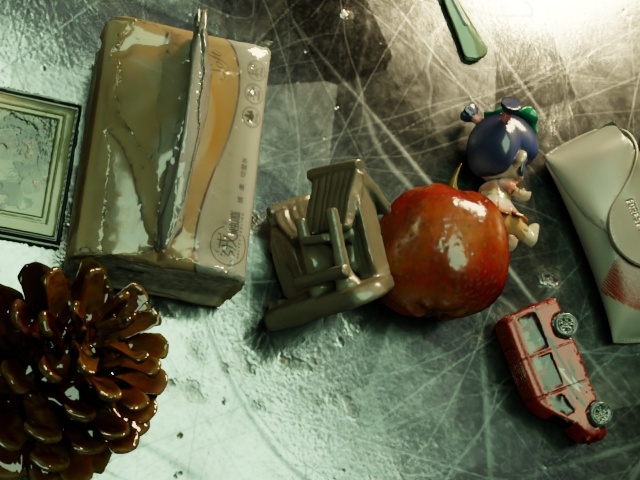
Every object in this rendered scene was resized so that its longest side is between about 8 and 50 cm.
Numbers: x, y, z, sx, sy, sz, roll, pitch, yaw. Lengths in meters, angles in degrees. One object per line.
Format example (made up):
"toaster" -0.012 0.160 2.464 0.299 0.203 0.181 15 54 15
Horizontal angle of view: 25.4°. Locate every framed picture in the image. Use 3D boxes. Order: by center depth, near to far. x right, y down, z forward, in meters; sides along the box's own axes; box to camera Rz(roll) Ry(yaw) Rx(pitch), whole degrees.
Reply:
"framed picture" -0.398 -0.098 1.726 0.195 0.010 0.199 11 73 -15

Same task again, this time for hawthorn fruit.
"hawthorn fruit" 0.152 0.001 1.785 0.179 0.179 0.200 6 87 -16

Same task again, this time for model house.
"model house" 0.006 0.005 1.720 0.122 0.229 0.188 -2 80 -37

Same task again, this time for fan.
"fan" 0.180 -0.339 1.977 0.038 0.016 0.193 -24 84 -20

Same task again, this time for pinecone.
"pinecone" -0.284 0.133 1.580 0.264 0.264 0.264 5 74 -17

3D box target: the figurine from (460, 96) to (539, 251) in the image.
"figurine" 0.243 -0.093 1.881 0.102 0.111 0.195 17 69 -35

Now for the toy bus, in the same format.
"toy bus" 0.303 0.178 1.846 0.089 0.081 0.195 -19 82 -12

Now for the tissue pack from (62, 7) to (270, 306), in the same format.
"tissue pack" -0.173 -0.102 1.686 0.238 0.238 0.306 11 73 -15

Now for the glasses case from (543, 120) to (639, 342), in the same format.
"glasses case" 0.411 -0.010 1.927 0.128 0.083 0.308 -17 81 -22
